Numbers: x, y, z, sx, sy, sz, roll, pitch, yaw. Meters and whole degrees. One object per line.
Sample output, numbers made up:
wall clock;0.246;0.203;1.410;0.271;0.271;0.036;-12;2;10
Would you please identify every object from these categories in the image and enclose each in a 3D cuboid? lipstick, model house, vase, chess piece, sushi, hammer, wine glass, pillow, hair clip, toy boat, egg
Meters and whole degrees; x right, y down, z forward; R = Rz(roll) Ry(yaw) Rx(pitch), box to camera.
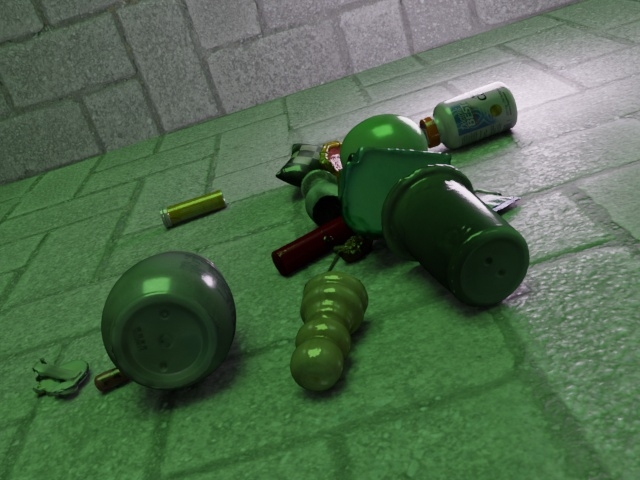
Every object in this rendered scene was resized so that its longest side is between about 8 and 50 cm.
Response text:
lipstick;0.000;0.001;1.877;0.279;0.073;0.073;-29;26;-24
model house;0.169;-0.095;1.802;0.280;0.230;0.249;5;-13;-9
vase;0.290;0.004;1.513;0.245;0.245;0.291;-22;33;-8
chess piece;0.009;0.190;1.418;0.142;0.143;0.261;-9;33;19
sushi;0.088;0.014;1.799;0.061;0.060;0.118;9;37;37
hammer;0.038;0.046;1.818;0.035;0.019;0.110;-6;29;26
wine glass;0.012;-0.118;2.056;0.126;0.126;0.241;-18;21;1
pillow;-0.033;-0.237;2.344;0.185;0.106;0.250;16;33;5
hair clip;-0.603;0.314;1.665;0.172;0.049;0.116;1;35;32
hammer;-0.459;0.305;1.589;0.083;0.043;0.043;-23;24;-16
toy boat;0.072;-0.259;2.287;0.099;0.141;0.318;-34;-5;35
egg;0.185;-0.261;2.117;0.269;0.220;0.220;-12;24;27

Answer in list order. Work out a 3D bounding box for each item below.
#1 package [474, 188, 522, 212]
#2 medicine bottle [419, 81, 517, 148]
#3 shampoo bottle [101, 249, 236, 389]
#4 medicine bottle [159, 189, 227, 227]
package;0.399;-0.087;1.838;0.171;0.027;0.173;-26;24;-24
medicine bottle;0.462;-0.385;2.264;0.288;0.157;0.157;-20;24;-5
shampoo bottle;-0.314;0.162;1.509;0.272;0.273;0.266;-18;15;0
medicine bottle;-0.430;-0.110;2.414;0.218;0.074;0.074;-19;24;-4
